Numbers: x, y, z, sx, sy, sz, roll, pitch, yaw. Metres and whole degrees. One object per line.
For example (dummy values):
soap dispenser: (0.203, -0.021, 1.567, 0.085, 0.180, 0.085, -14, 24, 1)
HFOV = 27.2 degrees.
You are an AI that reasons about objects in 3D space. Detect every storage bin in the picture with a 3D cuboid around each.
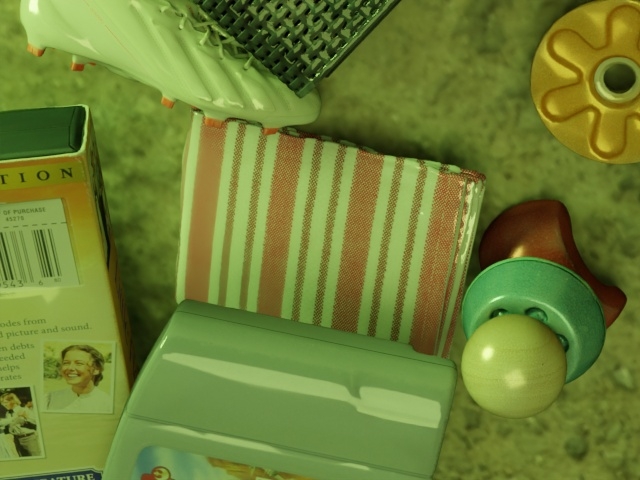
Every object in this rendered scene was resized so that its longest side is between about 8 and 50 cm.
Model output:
storage bin: (0.024, -0.179, 0.735, 0.084, 0.122, 0.180, 42, 111, -11)

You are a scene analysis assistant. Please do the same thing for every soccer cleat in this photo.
soccer cleat: (-0.088, -0.124, 0.804, 0.196, 0.068, 0.076, 20, 111, 1)

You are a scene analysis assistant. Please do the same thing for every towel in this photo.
towel: (0.000, 0.000, 0.854, 0.197, 0.029, 0.144, 15, 113, 14)

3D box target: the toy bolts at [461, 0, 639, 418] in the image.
toy bolts: (0.160, -0.001, 0.753, 0.228, 0.158, 0.218, -36, 99, 31)

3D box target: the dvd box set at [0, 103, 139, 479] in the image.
dvd box set: (-0.268, 0.118, 0.854, 0.308, 0.062, 0.420, -6, 126, -2)

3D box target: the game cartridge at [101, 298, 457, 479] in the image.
game cartridge: (-0.042, 0.188, 0.824, 0.198, 0.062, 0.297, 10, 113, -3)
